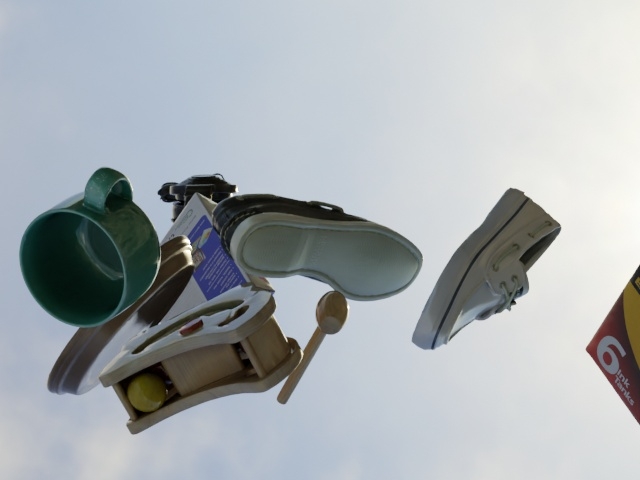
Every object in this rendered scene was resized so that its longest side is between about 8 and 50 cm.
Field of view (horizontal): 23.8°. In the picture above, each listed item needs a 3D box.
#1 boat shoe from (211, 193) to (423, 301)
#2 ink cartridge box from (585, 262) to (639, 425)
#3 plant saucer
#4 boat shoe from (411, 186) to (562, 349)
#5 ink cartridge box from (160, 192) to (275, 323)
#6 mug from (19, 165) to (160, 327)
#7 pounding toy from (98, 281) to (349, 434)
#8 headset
[{"bbox_3d":[0.000,0.000,1.916,0.302,0.114,0.091,17,-160,-40],"label":"boat shoe"},{"bbox_3d":[0.467,0.154,1.684,0.130,0.272,0.309,-21,-117,-24],"label":"ink cartridge box"},{"bbox_3d":[-0.262,0.108,2.051,0.041,0.278,0.278,40,-162,5],"label":"plant saucer"},{"bbox_3d":[0.171,0.032,1.493,0.075,0.083,0.226,29,-126,13],"label":"boat shoe"},{"bbox_3d":[-0.170,0.085,2.329,0.069,0.176,0.371,29,-166,-30],"label":"ink cartridge box"},{"bbox_3d":[-0.221,0.006,1.558,0.129,0.157,0.097,55,-148,-2],"label":"mug"},{"bbox_3d":[-0.088,0.147,1.649,0.155,0.269,0.154,63,-173,-15],"label":"pounding toy"},{"bbox_3d":[-0.248,-0.021,2.937,0.394,0.185,0.243,-85,-6,-62],"label":"headset"}]
